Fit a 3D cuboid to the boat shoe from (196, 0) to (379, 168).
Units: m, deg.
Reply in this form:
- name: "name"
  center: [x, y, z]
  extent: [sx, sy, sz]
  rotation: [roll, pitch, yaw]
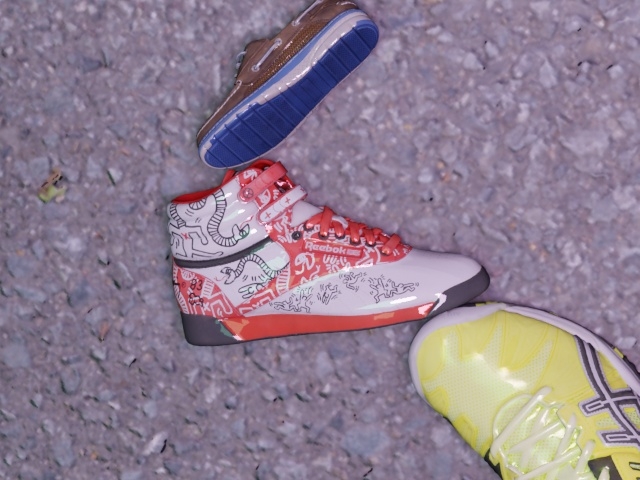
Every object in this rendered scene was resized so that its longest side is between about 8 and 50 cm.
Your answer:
- name: "boat shoe"
  center: [-0.036, -0.134, 1.607]
  extent: [0.183, 0.066, 0.066]
  rotation: [-39, 55, 1]

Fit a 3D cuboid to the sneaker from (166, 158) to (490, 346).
- name: "sneaker"
  center: [-0.001, 0.000, 1.609]
  extent: [0.270, 0.090, 0.145]
  rotation: [-8, 100, 16]

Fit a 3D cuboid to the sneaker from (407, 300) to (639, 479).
- name: "sneaker"
  center: [0.233, 0.189, 1.561]
  extent: [0.384, 0.147, 0.145]
  rotation: [38, 106, 5]
